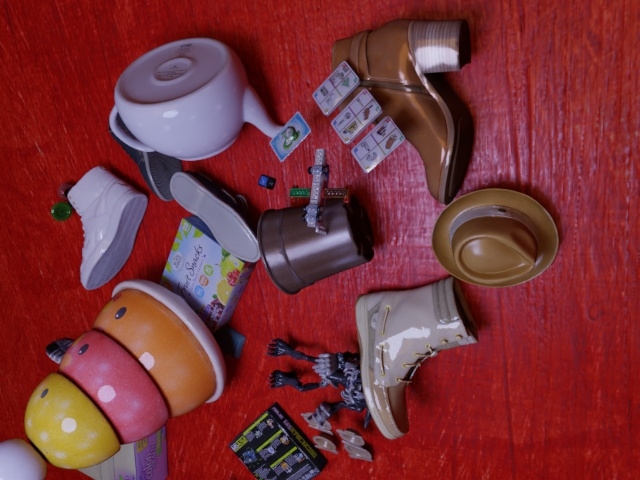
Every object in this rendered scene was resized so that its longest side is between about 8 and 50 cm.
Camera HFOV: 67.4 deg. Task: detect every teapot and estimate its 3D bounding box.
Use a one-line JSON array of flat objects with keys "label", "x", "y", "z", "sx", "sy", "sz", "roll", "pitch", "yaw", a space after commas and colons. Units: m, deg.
[{"label": "teapot", "x": -0.242, "y": -0.238, "z": 0.897, "sx": 0.256, "sy": 0.252, "sz": 0.187, "roll": 40, "pitch": 159, "yaw": 34}]

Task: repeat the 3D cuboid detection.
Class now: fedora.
[{"label": "fedora", "x": 0.271, "y": 0.014, "z": 0.753, "sx": 0.194, "sy": 0.079, "sz": 0.194, "roll": 8, "pitch": 121, "yaw": 13}]

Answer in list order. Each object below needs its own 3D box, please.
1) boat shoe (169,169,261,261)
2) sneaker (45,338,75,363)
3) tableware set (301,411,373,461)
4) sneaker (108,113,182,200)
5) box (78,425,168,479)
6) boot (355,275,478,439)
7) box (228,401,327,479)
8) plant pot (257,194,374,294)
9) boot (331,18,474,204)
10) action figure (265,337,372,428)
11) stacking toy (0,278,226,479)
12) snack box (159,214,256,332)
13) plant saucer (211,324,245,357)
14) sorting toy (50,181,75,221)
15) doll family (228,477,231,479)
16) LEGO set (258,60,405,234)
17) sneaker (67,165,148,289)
[{"label": "boat shoe", "x": -0.201, "y": -0.055, "z": 0.994, "sx": 0.254, "sy": 0.079, "sz": 0.095, "roll": 37, "pitch": 120, "yaw": 15}, {"label": "sneaker", "x": -0.692, "y": 0.377, "z": 1.376, "sx": 0.229, "sy": 0.086, "sz": 0.132, "roll": 16, "pitch": 114, "yaw": 21}, {"label": "tableware set", "x": 0.036, "y": 0.420, "z": 1.016, "sx": 0.141, "sy": 0.020, "sz": 0.168, "roll": 7, "pitch": 136, "yaw": 25}, {"label": "sneaker", "x": -0.383, "y": -0.190, "z": 1.057, "sx": 0.118, "sy": 0.083, "sz": 0.222, "roll": -5, "pitch": 107, "yaw": 44}, {"label": "box", "x": -0.562, "y": 0.569, "z": 1.348, "sx": 0.243, "sy": 0.117, "sz": 0.213, "roll": 13, "pitch": 110, "yaw": 24}, {"label": "boot", "x": 0.176, "y": 0.204, "z": 0.841, "sx": 0.203, "sy": 0.095, "sz": 0.262, "roll": -16, "pitch": 69, "yaw": 27}, {"label": "box", "x": -0.105, "y": 0.505, "z": 1.138, "sx": 0.184, "sy": 0.045, "sz": 0.190, "roll": 47, "pitch": 121, "yaw": 10}, {"label": "plant pot", "x": 0.000, "y": 0.000, "z": 0.869, "sx": 0.165, "sy": 0.167, "sz": 0.167, "roll": -16, "pitch": 98, "yaw": 23}, {"label": "boot", "x": 0.123, "y": -0.200, "z": 0.774, "sx": 0.220, "sy": 0.109, "sz": 0.283, "roll": 7, "pitch": 120, "yaw": 33}, {"label": "action figure", "x": 0.019, "y": 0.284, "z": 0.953, "sx": 0.276, "sy": 0.141, "sz": 0.164, "roll": 8, "pitch": 97, "yaw": 27}, {"label": "stacking toy", "x": -0.461, "y": 0.336, "z": 0.981, "sx": 0.350, "sy": 0.480, "sz": 0.350, "roll": 20, "pitch": 131, "yaw": 26}, {"label": "snack box", "x": -0.252, "y": 0.071, "z": 1.064, "sx": 0.174, "sy": 0.070, "sz": 0.207, "roll": 35, "pitch": 117, "yaw": 13}, {"label": "plant saucer", "x": -0.266, "y": 0.210, "z": 1.145, "sx": 0.192, "sy": 0.018, "sz": 0.067, "roll": 29, "pitch": 116, "yaw": 18}, {"label": "sorting toy", "x": -0.651, "y": -0.100, "z": 1.222, "sx": 0.042, "sy": 0.061, "sz": 0.102, "roll": 21, "pitch": 87, "yaw": 35}, {"label": "doll family", "x": -0.230, "y": 0.741, "z": 1.251, "sx": 0.163, "sy": 0.118, "sz": 0.263, "roll": 43, "pitch": 102, "yaw": 16}, {"label": "LEGO set", "x": 0.007, "y": -0.134, "z": 0.773, "sx": 0.244, "sy": 0.060, "sz": 0.182, "roll": -42, "pitch": 62, "yaw": 22}, {"label": "sneaker", "x": -0.541, "y": -0.036, "z": 1.166, "sx": 0.169, "sy": 0.108, "sz": 0.292, "roll": 37, "pitch": 109, "yaw": 14}]
